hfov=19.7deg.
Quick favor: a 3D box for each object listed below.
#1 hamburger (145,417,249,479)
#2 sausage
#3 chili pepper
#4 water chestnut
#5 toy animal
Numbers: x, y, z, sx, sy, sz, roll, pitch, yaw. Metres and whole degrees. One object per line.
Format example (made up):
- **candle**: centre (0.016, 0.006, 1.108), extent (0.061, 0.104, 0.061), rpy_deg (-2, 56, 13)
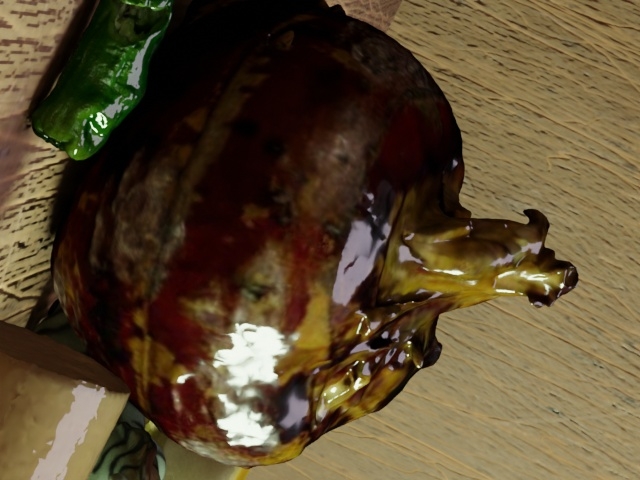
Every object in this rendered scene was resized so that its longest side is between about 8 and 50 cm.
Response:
- **hamburger**: centre (-0.177, 0.236, 1.575), extent (0.300, 0.176, 0.300), rpy_deg (-63, 178, -5)
- **sausage**: centre (-0.215, 0.169, 1.028), extent (0.252, 0.123, 0.123), rpy_deg (-64, 176, 0)
- **chili pepper**: centre (-0.108, -0.130, 1.027), extent (0.182, 0.050, 0.073), rpy_deg (-67, 168, 23)
- **water chestnut**: centre (0.000, 0.000, 1.257), extent (0.335, 0.347, 0.335), rpy_deg (21, 90, -77)
- **toy animal**: centre (-0.154, 0.159, 1.297), extent (0.255, 0.090, 0.170), rpy_deg (49, -39, 47)
